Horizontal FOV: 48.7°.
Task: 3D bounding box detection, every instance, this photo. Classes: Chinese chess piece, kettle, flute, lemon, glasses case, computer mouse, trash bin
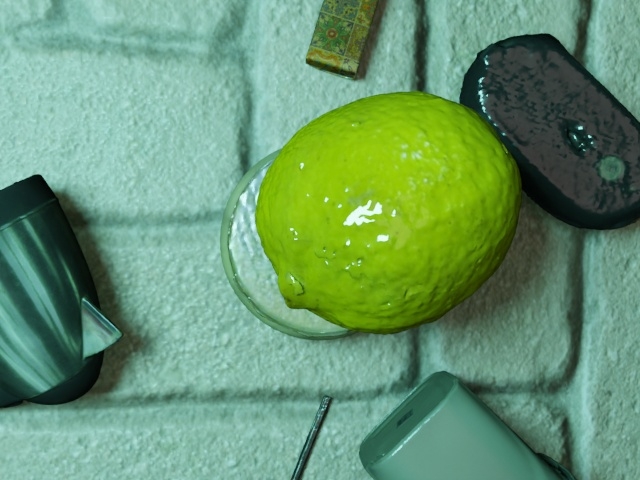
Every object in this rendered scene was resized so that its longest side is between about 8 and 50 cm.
[{"bbox_3d":[0.000,0.000,0.959,0.270,0.112,0.269,0,90,-9],"label":"Chinese chess piece"},{"bbox_3d":[-0.383,0.092,0.863,0.251,0.207,0.271,-32,103,-13],"label":"kettle"},{"bbox_3d":[-0.039,0.348,1.011,0.014,0.014,0.269,22,88,-9],"label":"flute"},{"bbox_3d":[0.079,-0.036,0.789,0.322,0.268,0.268,-32,96,-27],"label":"lemon"},{"bbox_3d":[0.046,-0.341,0.988,0.075,0.049,0.218,17,89,-2],"label":"glasses case"},{"bbox_3d":[0.336,-0.150,1.005,0.183,0.116,0.323,-44,90,-4],"label":"computer mouse"},{"bbox_3d":[0.197,0.328,0.956,0.219,0.220,0.250,-44,90,-6],"label":"trash bin"}]
